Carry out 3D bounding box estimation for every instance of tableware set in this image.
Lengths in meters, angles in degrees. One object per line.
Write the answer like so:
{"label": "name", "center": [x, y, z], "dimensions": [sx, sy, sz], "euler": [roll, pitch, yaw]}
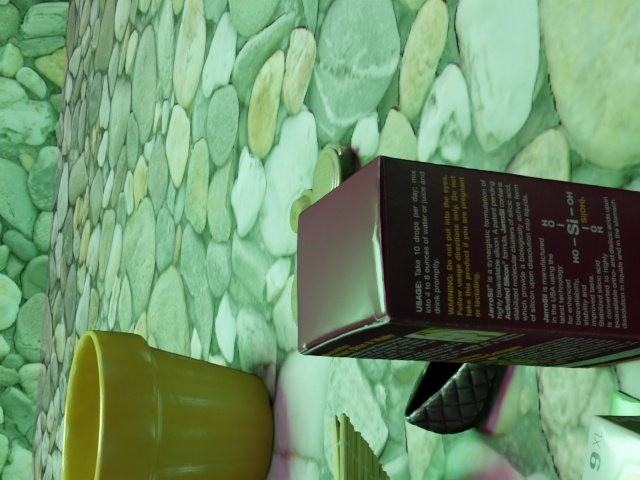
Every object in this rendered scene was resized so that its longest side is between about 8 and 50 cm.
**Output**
{"label": "tableware set", "center": [0.000, 0.000, 0.969], "dimensions": [0.141, 0.020, 0.168], "euler": [140, 129, -61]}

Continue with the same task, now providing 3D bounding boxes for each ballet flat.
{"label": "ballet flat", "center": [0.099, 0.054, 0.688], "dimensions": [0.057, 0.049, 0.173], "euler": [-139, 57, -61]}

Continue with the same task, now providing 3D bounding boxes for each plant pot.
{"label": "plant pot", "center": [-0.158, 0.201, 1.077], "dimensions": [0.205, 0.188, 0.205], "euler": [-174, 90, -67]}

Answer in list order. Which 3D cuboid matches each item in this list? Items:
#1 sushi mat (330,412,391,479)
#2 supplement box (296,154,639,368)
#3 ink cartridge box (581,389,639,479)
{"label": "sushi mat", "center": [0.038, 0.272, 0.633], "dimensions": [0.316, 0.019, 0.151], "euler": [-91, -21, -47]}
{"label": "supplement box", "center": [0.092, 0.018, 0.537], "dimensions": [0.104, 0.188, 0.080], "euler": [149, 124, -62]}
{"label": "ink cartridge box", "center": [0.172, 0.147, 0.483], "dimensions": [0.209, 0.062, 0.109], "euler": [-161, 77, -66]}
